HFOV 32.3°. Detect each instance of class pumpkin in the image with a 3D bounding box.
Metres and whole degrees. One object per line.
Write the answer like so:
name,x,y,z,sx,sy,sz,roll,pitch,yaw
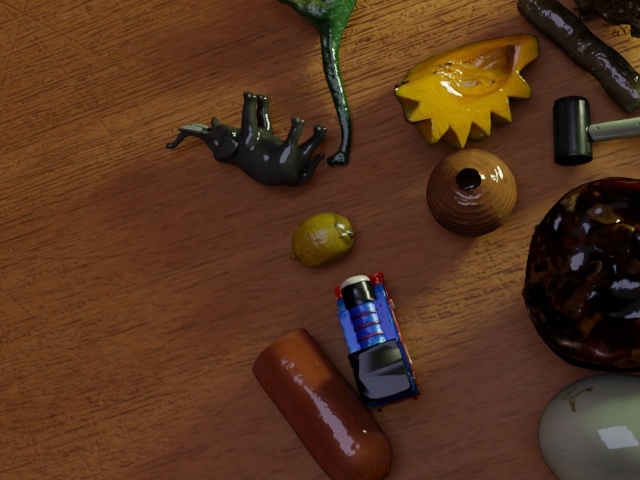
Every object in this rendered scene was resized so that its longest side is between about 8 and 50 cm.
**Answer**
pumpkin,0.215,-0.225,1.721,0.253,0.149,0.131,-24,107,-17

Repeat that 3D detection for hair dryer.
hair dryer,0.446,-0.172,1.652,0.197,0.057,0.101,-4,77,27

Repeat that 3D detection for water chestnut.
water chestnut,0.421,0.038,1.510,0.299,0.300,0.300,-3,77,13

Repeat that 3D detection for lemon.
lemon,0.000,0.000,1.727,0.110,0.082,0.082,-24,73,14

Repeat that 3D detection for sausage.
sausage,0.007,0.258,1.654,0.113,0.113,0.259,-40,71,2

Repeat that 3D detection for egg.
egg,0.430,0.276,1.508,0.264,0.183,0.183,6,79,9

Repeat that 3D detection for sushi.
sushi,0.472,-0.378,1.646,0.212,0.147,0.115,36,79,34

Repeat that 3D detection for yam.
yam,0.408,-0.298,1.707,0.061,0.061,0.253,-43,73,1

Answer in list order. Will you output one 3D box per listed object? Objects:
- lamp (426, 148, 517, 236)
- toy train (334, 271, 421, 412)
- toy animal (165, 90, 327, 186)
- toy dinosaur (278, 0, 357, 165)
lamp,0.227,-0.072,1.663,0.136,0.136,0.136,-3,77,13
toy train,0.081,0.148,1.648,0.082,0.131,0.204,-21,74,9
toy animal,-0.117,-0.171,1.782,0.269,0.082,0.137,20,102,16
toy dinosaur,0.058,-0.376,1.796,0.301,0.087,0.447,41,96,19
